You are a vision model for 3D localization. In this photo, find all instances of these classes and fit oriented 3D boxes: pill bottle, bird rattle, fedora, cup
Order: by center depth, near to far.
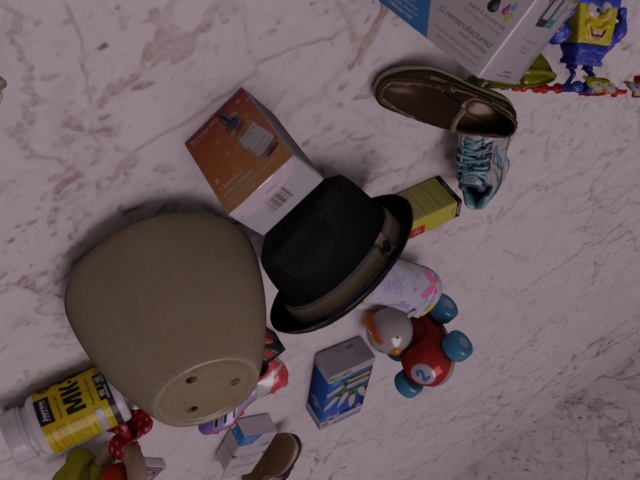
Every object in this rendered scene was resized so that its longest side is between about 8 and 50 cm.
[{"bbox_3d":[-0.220,0.155,1.169,0.331,0.237,0.331,-18,140,-16],"label":"cup"},{"bbox_3d":[0.000,0.000,1.273,0.334,0.334,0.152,-39,111,5],"label":"fedora"},{"bbox_3d":[-0.467,0.319,1.333,0.209,0.119,0.119,-24,143,-18],"label":"pill bottle"},{"bbox_3d":[-0.410,0.465,1.483,0.253,0.207,0.143,-42,146,16],"label":"bird rattle"}]

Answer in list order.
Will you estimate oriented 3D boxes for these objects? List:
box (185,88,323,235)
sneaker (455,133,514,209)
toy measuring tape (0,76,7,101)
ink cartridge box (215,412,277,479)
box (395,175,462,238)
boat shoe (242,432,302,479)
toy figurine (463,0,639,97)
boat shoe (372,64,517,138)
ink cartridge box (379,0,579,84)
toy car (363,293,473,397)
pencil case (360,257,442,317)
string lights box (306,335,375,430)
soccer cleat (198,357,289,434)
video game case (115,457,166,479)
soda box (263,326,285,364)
[{"bbox_3d":[-0.102,-0.118,1.088,0.130,0.170,0.091,-43,146,10],"label":"box"},{"bbox_3d":[0.311,-0.161,1.395,0.122,0.110,0.283,-64,152,-24],"label":"sneaker"},{"bbox_3d":[-0.475,-0.066,0.863,0.121,0.121,0.330,7,135,-44],"label":"toy measuring tape"},{"bbox_3d":[-0.196,0.526,1.847,0.104,0.060,0.180,0,131,-41],"label":"ink cartridge box"},{"bbox_3d":[0.166,-0.047,1.467,0.232,0.087,0.058,-25,144,-17],"label":"box"},{"bbox_3d":[-0.120,0.606,1.976,0.092,0.102,0.285,-6,139,-43],"label":"boat shoe"},{"bbox_3d":[0.436,-0.377,1.310,0.363,0.191,0.217,-1,101,-26],"label":"toy figurine"},{"bbox_3d":[0.217,-0.228,1.221,0.258,0.095,0.095,7,126,-13],"label":"boat shoe"},{"bbox_3d":[0.259,-0.389,1.010,0.270,0.198,0.197,-55,161,25],"label":"ink cartridge box"},{"bbox_3d":[0.194,0.242,1.745,0.238,0.210,0.219,16,133,-34],"label":"toy car"},{"bbox_3d":[0.152,0.095,1.593,0.273,0.114,0.124,18,97,-48],"label":"pencil case"},{"bbox_3d":[0.048,0.368,1.853,0.133,0.076,0.259,-19,142,-24],"label":"string lights box"},{"bbox_3d":[-0.186,0.348,1.649,0.248,0.083,0.095,-34,120,3],"label":"soccer cleat"},{"bbox_3d":[-0.524,0.602,1.693,0.285,0.025,0.204,-45,144,12],"label":"video game case"},{"bbox_3d":[-0.142,0.205,1.528,0.060,0.053,0.169,-39,145,5],"label":"soda box"}]
